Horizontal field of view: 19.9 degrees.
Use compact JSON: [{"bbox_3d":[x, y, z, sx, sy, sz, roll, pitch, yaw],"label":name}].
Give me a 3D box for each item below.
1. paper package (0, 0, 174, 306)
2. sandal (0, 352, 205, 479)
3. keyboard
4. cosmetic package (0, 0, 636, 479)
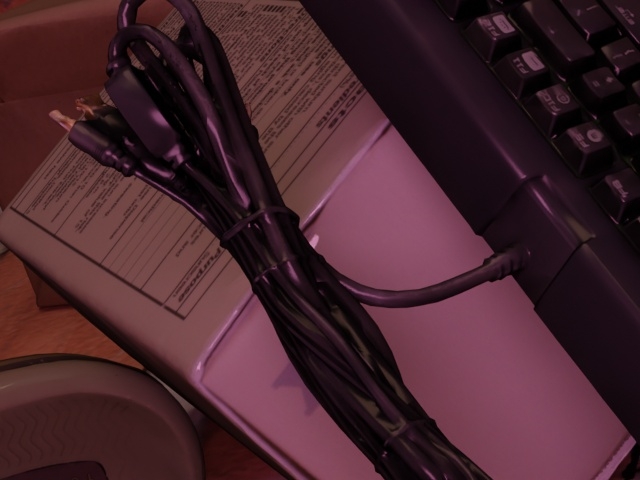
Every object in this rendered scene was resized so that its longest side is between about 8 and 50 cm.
[{"bbox_3d":[0.002,-0.109,1.057,0.309,0.168,0.325,-7,18,38],"label":"paper package"},{"bbox_3d":[-0.171,0.120,0.565,0.302,0.120,0.086,-23,29,-17],"label":"sandal"},{"bbox_3d":[0.066,-0.008,0.446,0.201,0.317,0.033,-25,-26,-25],"label":"keyboard"},{"bbox_3d":[0.000,0.000,0.653,0.153,0.129,0.296,-49,21,-6],"label":"cosmetic package"}]
